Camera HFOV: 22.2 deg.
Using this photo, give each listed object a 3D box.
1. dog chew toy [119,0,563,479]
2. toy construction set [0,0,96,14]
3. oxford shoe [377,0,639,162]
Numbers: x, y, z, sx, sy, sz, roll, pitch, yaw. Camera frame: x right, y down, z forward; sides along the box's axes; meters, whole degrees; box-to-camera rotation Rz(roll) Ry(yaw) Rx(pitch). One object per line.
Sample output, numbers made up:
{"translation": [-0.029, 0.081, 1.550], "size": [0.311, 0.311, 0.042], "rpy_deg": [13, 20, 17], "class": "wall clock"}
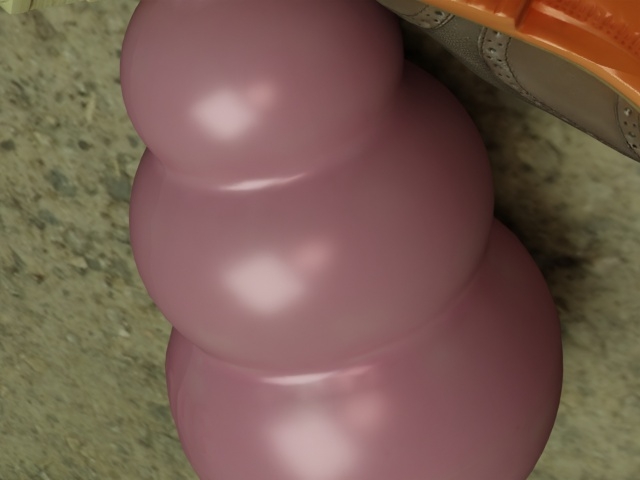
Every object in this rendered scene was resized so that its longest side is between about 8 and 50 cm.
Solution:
{"translation": [0.000, 0.000, 0.797], "size": [0.207, 0.206, 0.332], "rpy_deg": [9, 133, 35], "class": "dog chew toy"}
{"translation": [-0.131, -0.237, 0.719], "size": [0.215, 0.151, 0.327], "rpy_deg": [43, 145, 30], "class": "toy construction set"}
{"translation": [0.150, -0.089, 0.677], "size": [0.364, 0.130, 0.133], "rpy_deg": [32, 177, -3], "class": "oxford shoe"}
